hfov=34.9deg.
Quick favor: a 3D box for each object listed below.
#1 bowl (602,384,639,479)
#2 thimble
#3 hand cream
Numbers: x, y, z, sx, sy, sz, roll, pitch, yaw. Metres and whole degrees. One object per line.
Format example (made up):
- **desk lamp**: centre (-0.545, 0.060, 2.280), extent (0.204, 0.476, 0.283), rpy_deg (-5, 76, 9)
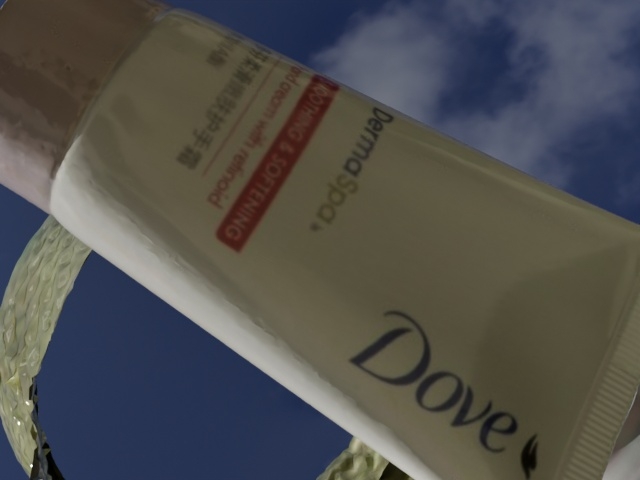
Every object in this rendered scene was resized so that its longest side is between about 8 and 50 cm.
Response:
- **bowl**: centre (0.319, 0.232, 1.006), extent (0.143, 0.287, 0.287), rpy_deg (38, -96, 1)
- **thimble**: centre (-0.032, 0.069, 0.555), extent (0.270, 0.150, 0.271), rpy_deg (-3, -84, -27)
- **hand cream**: centre (0.000, 0.000, 0.349), extent (0.247, 0.083, 0.133), rpy_deg (28, -112, 0)
